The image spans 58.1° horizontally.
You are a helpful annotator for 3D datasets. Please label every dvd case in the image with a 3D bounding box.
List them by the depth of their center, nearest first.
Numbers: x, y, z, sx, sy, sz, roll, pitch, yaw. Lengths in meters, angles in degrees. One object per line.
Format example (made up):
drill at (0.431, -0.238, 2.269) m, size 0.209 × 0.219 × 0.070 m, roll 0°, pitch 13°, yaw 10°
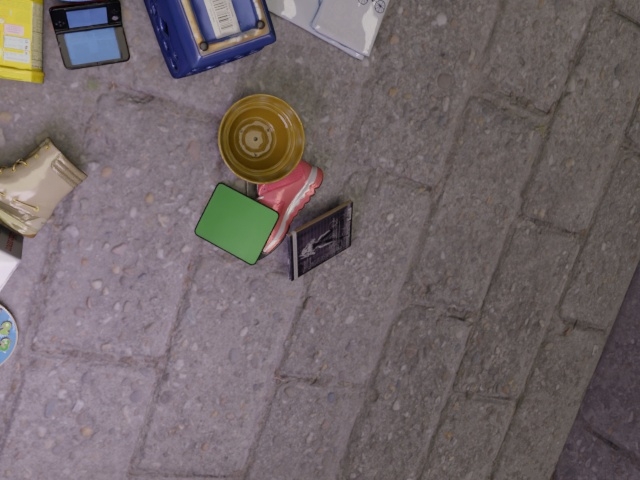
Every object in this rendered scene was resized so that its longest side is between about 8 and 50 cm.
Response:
dvd case at (0.000, 0.000, 1.558) m, size 0.221 × 0.018 × 0.164 m, roll -30°, pitch 140°, yaw -29°

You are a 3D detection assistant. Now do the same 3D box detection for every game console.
game console at (-0.492, -0.443, 1.241) m, size 0.144 × 0.124 × 0.085 m, roll -16°, pitch 84°, yaw -19°

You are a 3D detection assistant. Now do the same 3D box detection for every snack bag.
snack bag at (0.033, -0.670, 1.434) m, size 0.342 × 0.037 × 0.323 m, roll 19°, pitch 97°, yaw -27°

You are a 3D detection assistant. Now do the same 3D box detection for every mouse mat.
mouse mat at (-0.212, -0.042, 1.456) m, size 0.189 × 0.007 × 0.153 m, roll 28°, pitch 93°, yaw 11°

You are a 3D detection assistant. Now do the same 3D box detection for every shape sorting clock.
shape sorting clock at (-0.805, 0.219, 1.313) m, size 0.206 × 0.040 × 0.206 m, roll -6°, pitch 107°, yaw -22°

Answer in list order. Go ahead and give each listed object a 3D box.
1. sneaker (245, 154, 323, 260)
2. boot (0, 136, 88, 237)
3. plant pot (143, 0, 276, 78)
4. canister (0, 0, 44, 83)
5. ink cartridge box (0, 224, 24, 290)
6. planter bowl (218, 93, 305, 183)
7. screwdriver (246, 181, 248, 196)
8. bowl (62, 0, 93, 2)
sneaker at (-0.130, -0.090, 1.502) m, size 0.136 × 0.116 × 0.314 m, roll 36°, pitch 82°, yaw -17°
boot at (-0.664, -0.155, 1.237) m, size 0.203 × 0.095 × 0.262 m, roll -48°, pitch 119°, yaw -4°
plant pot at (-0.239, -0.501, 1.263) m, size 0.236 × 0.212 × 0.236 m, roll -24°, pitch 113°, yaw -17°
canister at (-0.636, -0.418, 1.188) m, size 0.126 × 0.073 × 0.170 m, roll 2°, pitch 102°, yaw -25°
ink cartridge box at (-0.769, -0.009, 1.169) m, size 0.289 × 0.211 × 0.121 m, roll 36°, pitch 87°, yaw -29°
planter bowl at (-0.154, -0.252, 1.435) m, size 0.217 × 0.090 × 0.217 m, roll -4°, pitch 102°, yaw -19°
screwdriver at (-0.186, -0.117, 1.500) m, size 0.025 × 0.024 × 0.170 m, roll 6°, pitch 105°, yaw 4°
bowl at (-0.521, -0.687, 1.161) m, size 0.391 × 0.077 × 0.391 m, roll -7°, pitch 107°, yaw -23°
